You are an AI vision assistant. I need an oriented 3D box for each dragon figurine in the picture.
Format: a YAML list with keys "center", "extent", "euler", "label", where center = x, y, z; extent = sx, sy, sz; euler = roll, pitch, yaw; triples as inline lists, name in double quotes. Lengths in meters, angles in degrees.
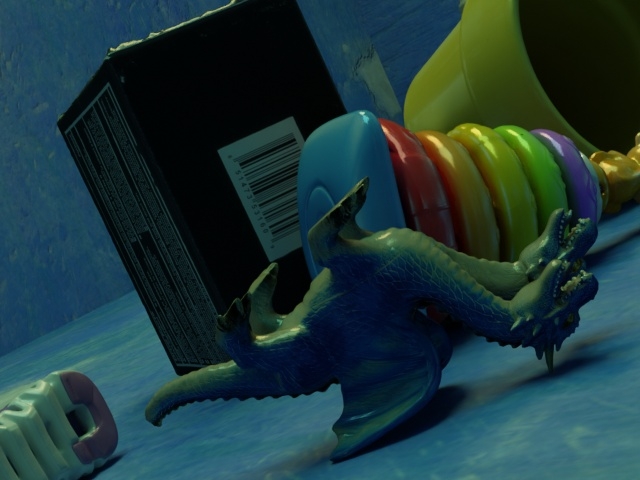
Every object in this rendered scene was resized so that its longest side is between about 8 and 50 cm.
- center: [0.022, 0.065, 0.660]
  extent: [0.289, 0.144, 0.085]
  euler: [-43, 1, 16]
  label: "dragon figurine"

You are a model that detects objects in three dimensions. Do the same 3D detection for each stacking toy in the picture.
- center: [0.145, -0.028, 0.869]
  extent: [0.302, 0.175, 0.166]
  euler: [-14, 0, -17]
  label: "stacking toy"

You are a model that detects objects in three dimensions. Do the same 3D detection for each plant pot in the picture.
- center: [0.211, -0.146, 1.136]
  extent: [0.254, 0.254, 0.239]
  euler: [-27, 0, -34]
  label: "plant pot"

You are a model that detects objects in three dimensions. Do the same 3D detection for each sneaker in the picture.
- center: [-0.254, 0.175, 0.853]
  extent: [0.104, 0.095, 0.236]
  euler: [-29, -3, 29]
  label: "sneaker"

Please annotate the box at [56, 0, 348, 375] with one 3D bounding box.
- center: [-0.085, -0.039, 1.076]
  extent: [0.183, 0.296, 0.294]
  euler: [-26, 5, -21]
  label: "box"

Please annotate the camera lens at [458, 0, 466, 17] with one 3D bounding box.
- center: [0.304, -0.230, 1.407]
  extent: [0.219, 0.274, 0.219]
  euler: [-24, 5, 2]
  label: "camera lens"
